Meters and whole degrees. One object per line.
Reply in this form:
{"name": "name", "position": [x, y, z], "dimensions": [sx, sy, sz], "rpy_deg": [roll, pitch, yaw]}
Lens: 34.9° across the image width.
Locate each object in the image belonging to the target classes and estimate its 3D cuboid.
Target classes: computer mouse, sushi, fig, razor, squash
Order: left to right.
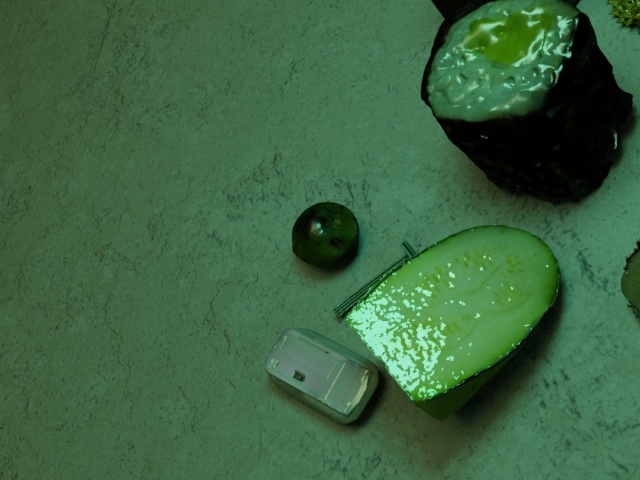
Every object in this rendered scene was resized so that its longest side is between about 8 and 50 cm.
{"name": "fig", "position": [0.000, 0.000, 1.947], "dimensions": [0.156, 0.123, 0.123], "rpy_deg": [128, 149, -55]}
{"name": "computer mouse", "position": [0.005, 0.239, 1.820], "dimensions": [0.245, 0.056, 0.126], "rpy_deg": [22, 78, 40]}
{"name": "razor", "position": [0.102, 0.077, 1.864], "dimensions": [0.191, 0.037, 0.068], "rpy_deg": [-38, 90, 16]}
{"name": "squash", "position": [0.239, 0.103, 1.639], "dimensions": [0.309, 0.210, 0.234], "rpy_deg": [-46, 60, 10]}
{"name": "sushi", "position": [0.342, -0.247, 1.713], "dimensions": [0.299, 0.294, 0.281], "rpy_deg": [36, 90, 43]}

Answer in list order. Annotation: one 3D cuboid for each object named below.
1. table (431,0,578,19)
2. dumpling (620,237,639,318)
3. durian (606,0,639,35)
{"name": "table", "position": [0.360, -0.517, 1.890], "dimensions": [0.282, 0.250, 0.196], "rpy_deg": [-52, 46, -4]}
{"name": "dumpling", "position": [0.594, -0.023, 1.546], "dimensions": [0.332, 0.086, 0.166], "rpy_deg": [-30, 83, 17]}
{"name": "durian", "position": [0.605, -0.498, 1.815], "dimensions": [0.305, 0.185, 0.195], "rpy_deg": [-56, 24, 5]}
